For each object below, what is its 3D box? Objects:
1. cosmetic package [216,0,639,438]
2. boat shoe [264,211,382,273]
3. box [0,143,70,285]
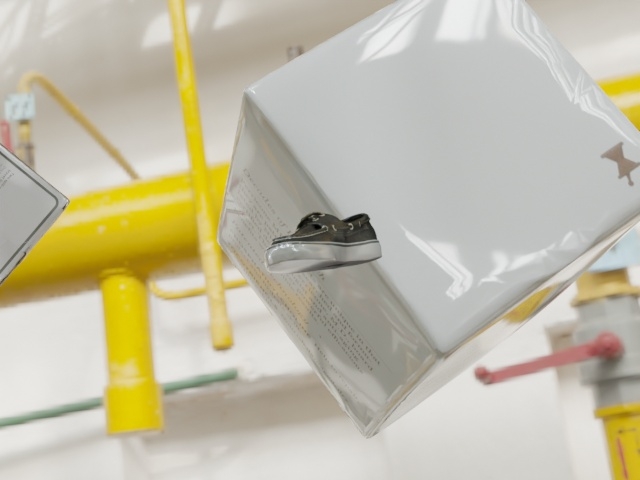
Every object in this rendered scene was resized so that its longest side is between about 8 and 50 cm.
[{"bbox_3d":[0.114,-0.030,1.217,0.329,0.327,0.394,-33,-13,-20],"label":"cosmetic package"},{"bbox_3d":[0.000,0.000,0.791,0.049,0.040,0.142,-16,-7,28],"label":"boat shoe"},{"bbox_3d":[-0.388,-0.059,0.936,0.290,0.169,0.087,40,-19,-13],"label":"box"}]
